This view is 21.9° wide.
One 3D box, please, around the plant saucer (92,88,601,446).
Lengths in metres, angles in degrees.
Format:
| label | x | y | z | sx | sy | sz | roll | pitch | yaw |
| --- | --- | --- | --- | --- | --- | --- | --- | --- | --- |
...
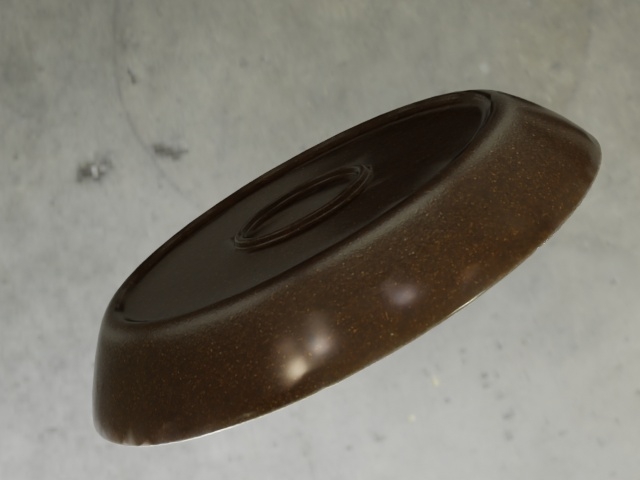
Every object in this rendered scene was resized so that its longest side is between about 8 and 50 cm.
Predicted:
| label | x | y | z | sx | sy | sz | roll | pitch | yaw |
| --- | --- | --- | --- | --- | --- | --- | --- | --- | --- |
| plant saucer | 0.000 | 0.000 | 0.484 | 0.168 | 0.168 | 0.029 | -29 | 104 | 8 |
